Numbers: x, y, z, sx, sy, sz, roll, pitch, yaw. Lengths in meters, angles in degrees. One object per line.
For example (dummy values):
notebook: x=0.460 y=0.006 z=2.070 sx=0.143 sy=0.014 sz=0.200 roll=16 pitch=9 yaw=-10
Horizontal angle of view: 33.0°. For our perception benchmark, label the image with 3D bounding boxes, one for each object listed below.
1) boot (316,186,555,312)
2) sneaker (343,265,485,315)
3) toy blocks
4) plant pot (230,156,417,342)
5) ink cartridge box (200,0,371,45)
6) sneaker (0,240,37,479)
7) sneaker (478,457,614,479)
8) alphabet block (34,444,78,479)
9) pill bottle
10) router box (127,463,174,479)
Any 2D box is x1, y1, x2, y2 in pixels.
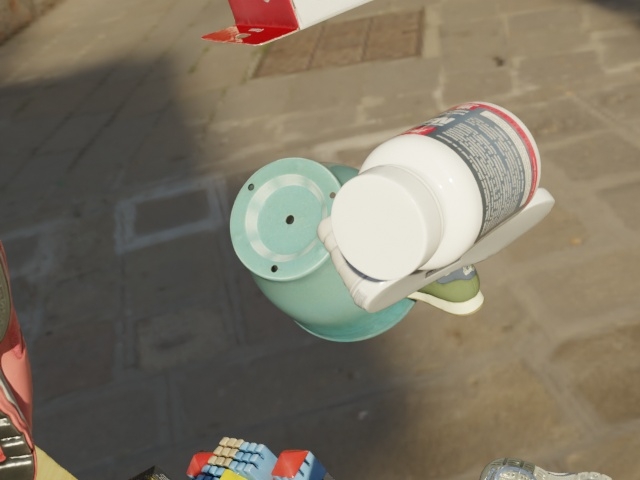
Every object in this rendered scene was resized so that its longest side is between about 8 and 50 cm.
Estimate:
boot: x=0.125 y=-0.029 z=1.193 sx=0.258 sy=0.095 sz=0.123 roll=-25 pitch=66 yaw=-18
sneaker: x=0.105 y=0.028 z=1.303 sx=0.192 sy=0.086 sz=0.064 roll=12 pitch=45 yaw=32
toy blocks: x=-0.081 y=0.409 z=1.654 sx=0.381 sy=0.261 sz=0.191 roll=-3 pitch=45 yaw=45
plant pot: x=0.000 y=0.000 z=1.627 sx=0.271 sy=0.272 sz=0.255 roll=-1 pitch=-14 yaw=23
ink cartridge box: x=-0.049 y=-0.413 z=1.695 sx=0.271 sy=0.130 sz=0.309 roll=-26 pitch=20 yaw=-16
sneaker: x=-0.332 y=0.090 z=1.000 sx=0.115 sy=0.314 sz=0.136 roll=-6 pitch=26 yaw=-9
sneaker: x=0.418 y=0.454 z=1.914 sx=0.297 sy=0.129 sz=0.111 roll=19 pitch=73 yaw=0
alphabet block: x=-0.440 y=0.428 z=1.509 sx=0.192 sy=0.193 sz=0.197 roll=-18 pitch=39 yaw=25
pill bottle: x=0.090 y=-0.038 z=0.844 sx=0.107 sy=0.108 sz=0.180 roll=6 pitch=22 yaw=33
router box: x=-0.355 y=0.587 z=1.926 sx=0.242 sy=0.309 sz=0.081 roll=-25 pitch=36 yaw=-33
